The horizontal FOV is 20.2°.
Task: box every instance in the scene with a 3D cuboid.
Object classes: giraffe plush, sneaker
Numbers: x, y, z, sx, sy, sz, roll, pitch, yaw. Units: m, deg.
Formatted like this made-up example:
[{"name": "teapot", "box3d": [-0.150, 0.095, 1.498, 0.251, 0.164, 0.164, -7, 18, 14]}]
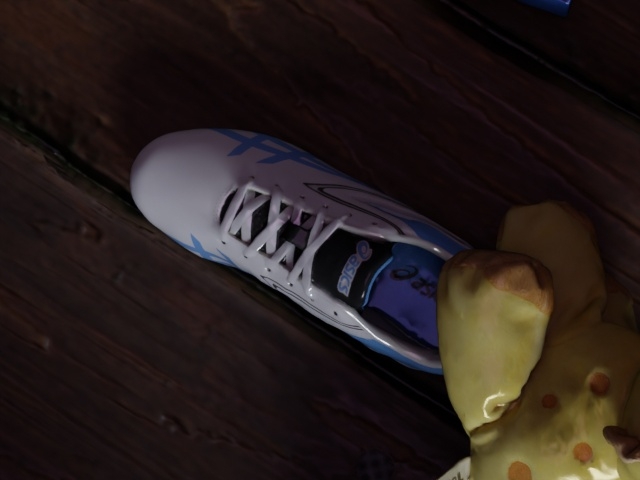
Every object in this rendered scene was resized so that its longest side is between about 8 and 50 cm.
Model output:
[{"name": "giraffe plush", "box3d": [0.160, 0.079, 0.894, 0.170, 0.210, 0.181, -6, 125, 33]}, {"name": "sneaker", "box3d": [0.000, 0.000, 1.000, 0.237, 0.086, 0.085, 26, 90, 8]}]

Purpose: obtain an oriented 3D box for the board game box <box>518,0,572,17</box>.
[{"name": "board game box", "box3d": [0.071, -0.239, 1.029, 0.210, 0.047, 0.160, 21, 89, 6]}]
